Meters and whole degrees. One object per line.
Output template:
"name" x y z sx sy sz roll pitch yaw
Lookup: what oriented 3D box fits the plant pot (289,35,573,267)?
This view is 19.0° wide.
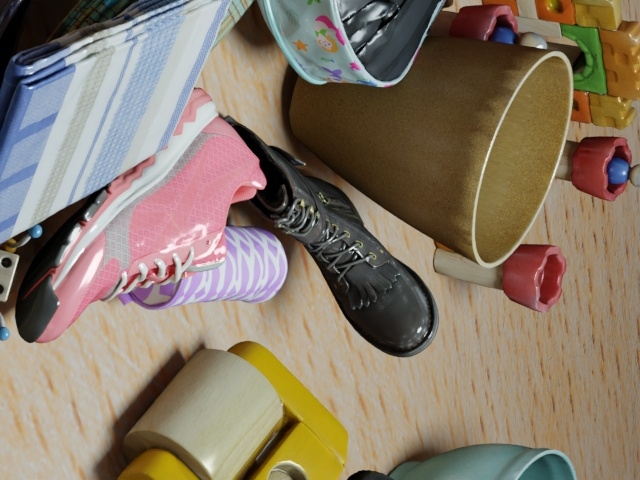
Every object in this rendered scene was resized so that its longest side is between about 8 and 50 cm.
"plant pot" 0.104 -0.124 2.032 0.237 0.254 0.237 -49 151 -40

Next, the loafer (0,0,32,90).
"loafer" -0.292 -0.078 1.531 0.109 0.095 0.302 -99 -163 -85

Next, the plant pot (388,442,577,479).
"plant pot" 0.177 0.385 2.420 0.293 0.196 0.293 -29 125 -53

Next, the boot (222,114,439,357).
"boot" 0.000 0.000 1.974 0.091 0.263 0.229 -42 154 6

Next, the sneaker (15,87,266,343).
"sneaker" -0.152 -0.005 1.745 0.136 0.116 0.314 42 55 -8

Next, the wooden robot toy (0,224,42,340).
"wooden robot toy" -0.288 0.019 1.659 0.079 0.076 0.173 142 -35 -82

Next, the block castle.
"block castle" 0.257 -0.166 2.333 0.303 0.213 0.453 -54 142 -35

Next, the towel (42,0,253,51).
"towel" -0.106 -0.227 1.665 0.370 0.040 0.271 -51 166 -8

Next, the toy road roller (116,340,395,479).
"toy road roller" -0.083 0.291 2.000 0.329 0.240 0.202 48 51 -10

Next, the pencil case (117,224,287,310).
"pencil case" -0.117 0.029 1.910 0.088 0.086 0.206 -49 156 23

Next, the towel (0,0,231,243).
"towel" -0.185 -0.108 1.562 0.285 0.034 0.209 -36 159 -49

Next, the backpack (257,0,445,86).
"backpack" 0.031 -0.285 1.928 0.225 0.191 0.253 58 45 -47
